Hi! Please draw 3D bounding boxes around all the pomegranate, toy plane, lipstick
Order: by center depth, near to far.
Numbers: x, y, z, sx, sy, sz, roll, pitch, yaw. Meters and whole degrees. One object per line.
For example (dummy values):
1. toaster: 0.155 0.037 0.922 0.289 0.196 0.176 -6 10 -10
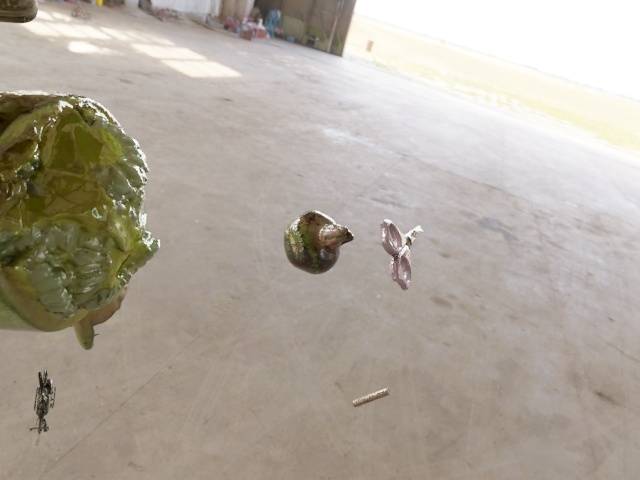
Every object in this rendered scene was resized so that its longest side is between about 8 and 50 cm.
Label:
1. pomegranate: -0.304 -0.008 0.529 0.261 0.340 0.260 3 40 -2
2. toy plane: -0.473 0.284 0.804 0.031 0.049 0.120 4 71 -23
3. pomegranate: 0.003 0.003 1.011 0.163 0.138 0.125 -4 -18 22
4. lipstick: 0.120 0.373 1.122 0.019 0.094 0.019 52 21 -29

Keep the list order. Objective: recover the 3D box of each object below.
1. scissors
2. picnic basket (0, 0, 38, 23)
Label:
1. scissors: 0.142 0.003 0.766 0.021 0.110 0.212 -15 8 29
2. picnic basket: -0.359 -0.280 0.355 0.267 0.165 0.139 -8 -1 -27
